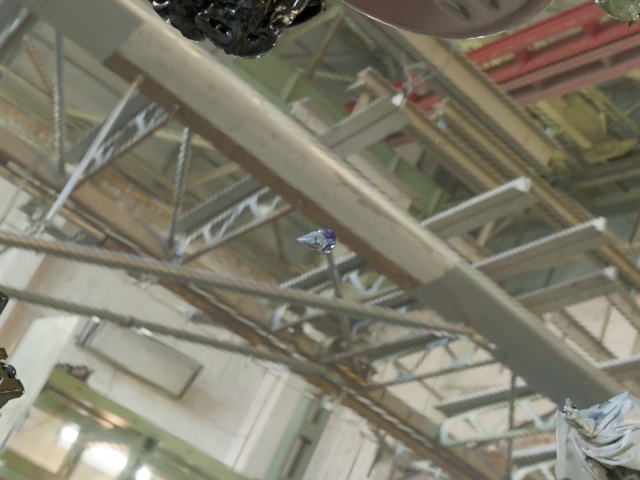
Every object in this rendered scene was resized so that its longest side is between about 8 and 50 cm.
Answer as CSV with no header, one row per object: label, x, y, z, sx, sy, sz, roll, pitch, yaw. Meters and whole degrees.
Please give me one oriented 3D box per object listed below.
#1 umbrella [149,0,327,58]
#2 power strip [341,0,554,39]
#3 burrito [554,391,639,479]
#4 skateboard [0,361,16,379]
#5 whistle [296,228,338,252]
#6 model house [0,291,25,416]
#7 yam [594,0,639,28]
umbrella,-0.017,-0.251,0.672,0.128,0.336,0.154,24,-41,3
power strip,0.033,-0.144,0.300,0.154,0.078,0.154,34,-23,16
burrito,0.297,0.215,0.773,0.445,0.101,0.139,31,-60,-35
skateboard,-0.331,0.125,0.839,0.080,0.067,0.151,23,7,19
whistle,0.000,0.000,1.145,0.033,0.029,0.083,9,3,20
model house,-0.283,0.121,0.613,0.204,0.211,0.243,55,21,18
yam,0.218,-0.314,0.665,0.083,0.371,0.083,6,-25,3
